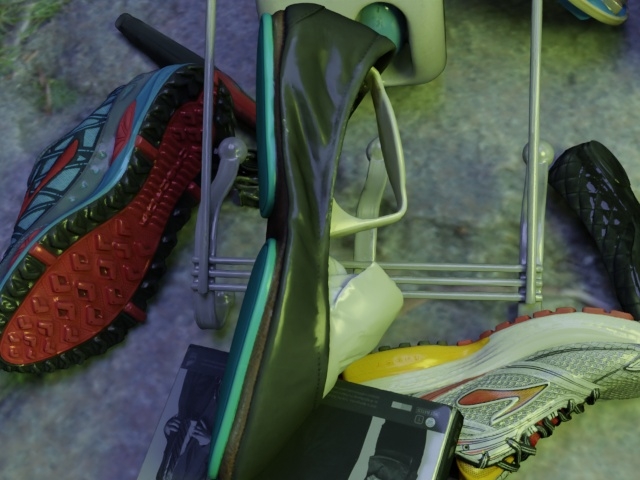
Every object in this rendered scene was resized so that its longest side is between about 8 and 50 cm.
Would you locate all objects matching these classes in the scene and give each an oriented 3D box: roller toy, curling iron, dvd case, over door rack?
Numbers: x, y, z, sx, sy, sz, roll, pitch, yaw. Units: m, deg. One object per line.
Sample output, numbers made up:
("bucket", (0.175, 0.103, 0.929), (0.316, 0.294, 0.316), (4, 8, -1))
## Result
("roller toy", (0.033, -0.213, 0.794), (0.146, 0.191, 0.209), (-3, 15, 8))
("curling iron", (-0.095, -0.117, 0.838), (0.068, 0.035, 0.274), (-33, 57, -15))
("dvd case", (-0.038, 0.187, 0.572), (0.179, 0.029, 0.238), (10, 70, 26))
("over door rack", (0.035, -0.099, 0.683), (0.240, 0.108, 0.324), (1, 99, 10))

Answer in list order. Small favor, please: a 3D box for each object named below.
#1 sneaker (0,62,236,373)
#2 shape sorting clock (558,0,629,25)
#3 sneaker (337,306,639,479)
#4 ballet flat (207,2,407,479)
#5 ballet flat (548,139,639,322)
("sneaker", (-0.167, -0.017, 0.759), (0.125, 0.104, 0.261), (8, 56, 45))
("shape sorting clock", (0.172, -0.250, 0.816), (0.206, 0.040, 0.206), (28, 34, -21))
("sneaker", (0.113, 0.107, 0.626), (0.225, 0.088, 0.092), (-15, 57, 9))
("ballet flat", (0.000, 0.000, 0.574), (0.096, 0.095, 0.280), (7, 80, -7))
("ballet flat", (0.205, 0.006, 0.708), (0.057, 0.049, 0.173), (15, 46, -35))
